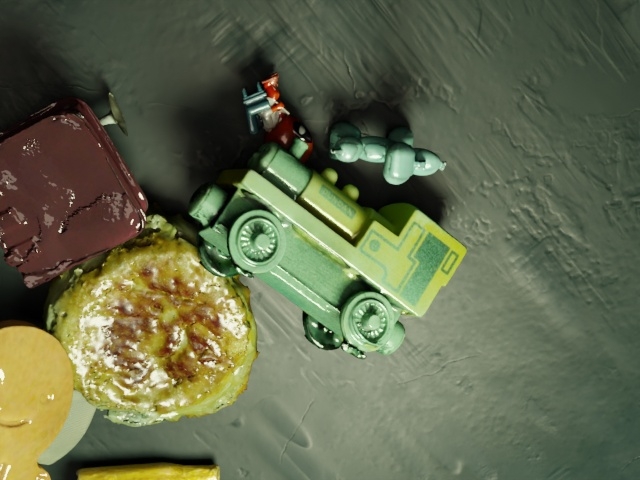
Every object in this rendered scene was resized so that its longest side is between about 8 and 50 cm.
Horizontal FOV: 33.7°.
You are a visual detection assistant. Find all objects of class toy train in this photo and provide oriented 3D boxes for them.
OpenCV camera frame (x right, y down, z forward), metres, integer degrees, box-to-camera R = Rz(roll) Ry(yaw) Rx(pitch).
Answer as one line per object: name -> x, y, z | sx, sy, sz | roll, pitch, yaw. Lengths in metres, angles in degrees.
toy train -> 0.000, 0.000, 1.455 | 0.369, 0.150, 0.237 | 37, 77, -22

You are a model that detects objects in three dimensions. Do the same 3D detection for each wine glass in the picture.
wine glass -> -0.369, -0.139, 1.454 | 0.198, 0.066, 0.066 | -20, 109, 3

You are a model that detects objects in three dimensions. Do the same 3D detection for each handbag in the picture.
handbag -> -0.361, -0.064, 1.415 | 0.216, 0.074, 0.203 | -27, 112, 9

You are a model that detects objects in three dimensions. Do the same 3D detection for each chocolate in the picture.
chocolate -> -0.265, 0.379, 1.634 | 0.219, 0.085, 0.085 | -7, 109, -4

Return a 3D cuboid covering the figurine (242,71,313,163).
figurine -> -0.060, -0.158, 1.472 | 0.075, 0.068, 0.140 | -27, 107, 1

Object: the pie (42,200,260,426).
pie -> -0.240, 0.120, 1.533 | 0.288, 0.103, 0.354 | -28, 109, 8

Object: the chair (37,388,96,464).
chair -> -0.505, 0.226, 1.535 | 0.186, 0.319, 0.160 | 39, 104, 29

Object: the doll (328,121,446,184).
doll -> 0.091, -0.120, 1.453 | 0.159, 0.158, 0.059 | 7, 107, -1

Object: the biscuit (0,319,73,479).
biscuit -> -0.452, 0.278, 1.406 | 0.275, 0.052, 0.355 | 39, 73, -47
